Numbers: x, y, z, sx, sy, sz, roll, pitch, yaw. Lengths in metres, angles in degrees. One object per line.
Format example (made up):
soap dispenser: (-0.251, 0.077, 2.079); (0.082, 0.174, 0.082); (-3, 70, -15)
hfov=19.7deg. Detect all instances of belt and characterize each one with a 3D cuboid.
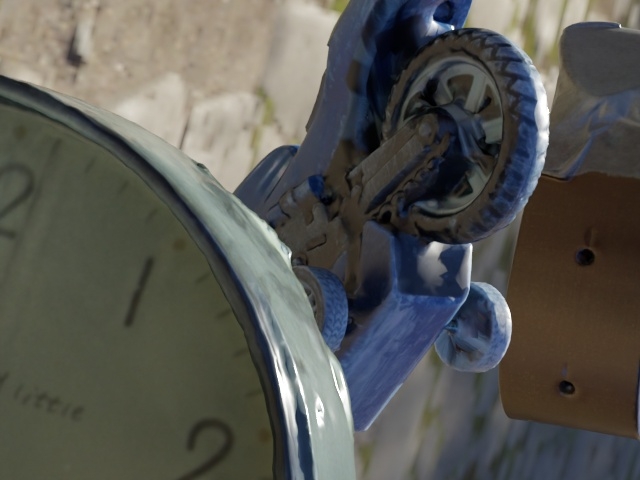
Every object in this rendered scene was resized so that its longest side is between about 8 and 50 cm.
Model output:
belt: (0.227, -0.014, 1.425); (0.217, 0.122, 0.338); (64, 39, -58)

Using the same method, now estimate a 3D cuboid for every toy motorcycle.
toy motorcycle: (0.000, 0.000, 0.696); (0.092, 0.135, 0.254); (4, 134, -38)

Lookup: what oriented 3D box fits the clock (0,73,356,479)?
clock: (-0.104, 0.066, 0.446); (0.049, 0.226, 0.226); (27, 80, -76)
